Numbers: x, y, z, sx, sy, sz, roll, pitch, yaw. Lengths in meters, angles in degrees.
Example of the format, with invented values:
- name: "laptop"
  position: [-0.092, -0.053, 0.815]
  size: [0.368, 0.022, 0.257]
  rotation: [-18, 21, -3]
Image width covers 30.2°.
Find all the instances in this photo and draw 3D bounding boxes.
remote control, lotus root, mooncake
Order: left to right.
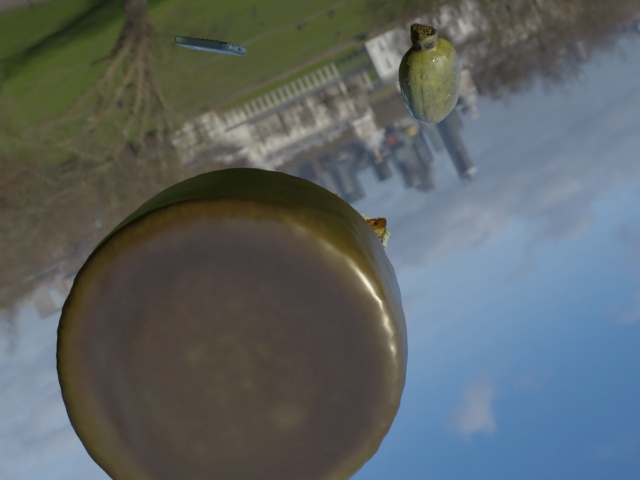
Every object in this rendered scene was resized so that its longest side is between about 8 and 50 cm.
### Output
- name: "remote control"
  position: [-0.182, -0.322, 1.956]
  size: [0.124, 0.017, 0.053]
  rotation: [13, -175, 34]
- name: "mooncake"
  position: [-0.068, 0.082, 0.977]
  size: [0.284, 0.284, 0.155]
  rotation: [-24, -164, 10]
- name: "lotus root"
  position: [0.153, -0.229, 1.642]
  size: [0.090, 0.077, 0.183]
  rotation: [-61, 159, -23]

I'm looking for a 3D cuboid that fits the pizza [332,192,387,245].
- name: "pizza"
  position: [0.000, 0.000, 1.422]
  size: [0.181, 0.034, 0.262]
  rotation: [20, -155, 6]

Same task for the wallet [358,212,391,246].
- name: "wallet"
  position: [0.047, -0.025, 2.178]
  size: [0.155, 0.110, 0.039]
  rotation: [7, -107, 52]
